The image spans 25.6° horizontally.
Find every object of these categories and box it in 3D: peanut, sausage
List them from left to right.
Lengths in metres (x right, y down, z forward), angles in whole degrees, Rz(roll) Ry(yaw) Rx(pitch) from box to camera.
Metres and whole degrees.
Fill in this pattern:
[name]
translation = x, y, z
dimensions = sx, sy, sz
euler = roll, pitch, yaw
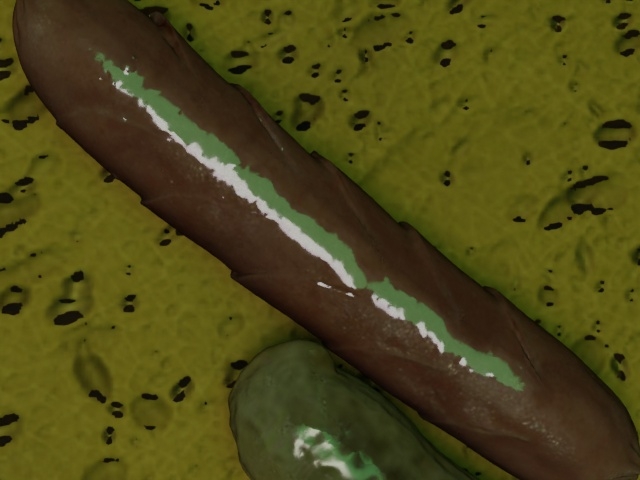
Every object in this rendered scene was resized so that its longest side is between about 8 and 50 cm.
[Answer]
[sausage]
translation = -0.001, 0.001, 0.760
dimensions = 0.433, 0.088, 0.088
euler = 39, 79, -4
[peanut]
translation = 0.038, 0.140, 0.748
dimensions = 0.214, 0.099, 0.099
euler = 46, 79, -4
